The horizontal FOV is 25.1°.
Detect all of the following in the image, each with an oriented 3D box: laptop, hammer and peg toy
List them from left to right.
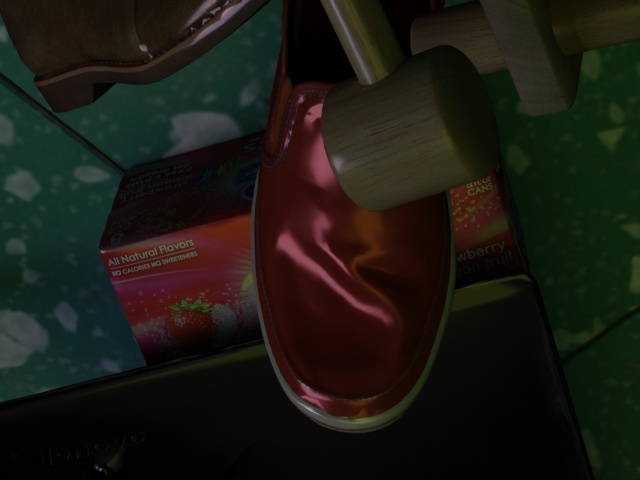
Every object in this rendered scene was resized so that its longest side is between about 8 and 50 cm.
[{"bbox_3d":[0.013,0.189,1.059,0.381,0.408,0.236,-14,83,11],"label":"laptop"},{"bbox_3d":[0.074,-0.200,0.657,0.127,0.361,0.266,-11,126,26],"label":"hammer and peg toy"}]

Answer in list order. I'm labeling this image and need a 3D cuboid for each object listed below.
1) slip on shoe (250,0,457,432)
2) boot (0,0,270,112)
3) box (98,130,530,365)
[{"bbox_3d":[0.018,-0.059,0.807,0.123,0.101,0.331,4,86,11],"label":"slip on shoe"},{"bbox_3d":[-0.099,-0.155,0.781,0.305,0.112,0.115,-11,119,51],"label":"boot"},{"bbox_3d":[0.000,0.000,0.941,0.256,0.123,0.128,-14,117,10],"label":"box"}]
